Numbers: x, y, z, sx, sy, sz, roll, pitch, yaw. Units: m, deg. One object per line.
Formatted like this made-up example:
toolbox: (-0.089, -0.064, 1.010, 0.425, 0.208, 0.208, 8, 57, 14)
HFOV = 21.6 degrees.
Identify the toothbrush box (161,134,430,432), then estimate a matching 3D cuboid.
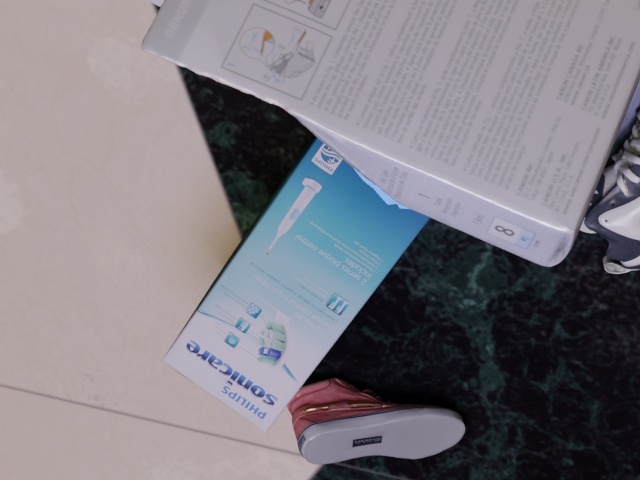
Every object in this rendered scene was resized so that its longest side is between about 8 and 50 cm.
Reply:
toothbrush box: (0.000, 0.000, 1.570, 0.126, 0.216, 0.295, 35, 116, -3)

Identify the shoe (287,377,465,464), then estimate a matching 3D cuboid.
shoe: (0.055, 0.179, 1.723, 0.178, 0.081, 0.063, -4, 129, -16)

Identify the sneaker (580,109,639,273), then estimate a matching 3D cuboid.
sneaker: (0.285, -0.068, 1.536, 0.153, 0.094, 0.235, -13, 120, 10)

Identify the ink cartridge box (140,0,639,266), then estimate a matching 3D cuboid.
ink cartridge box: (0.084, -0.191, 1.428, 0.385, 0.308, 0.091, 23, 159, 5)

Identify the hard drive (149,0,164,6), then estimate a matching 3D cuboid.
hard drive: (-0.117, -0.371, 1.530, 0.210, 0.040, 0.319, 26, 117, 2)
